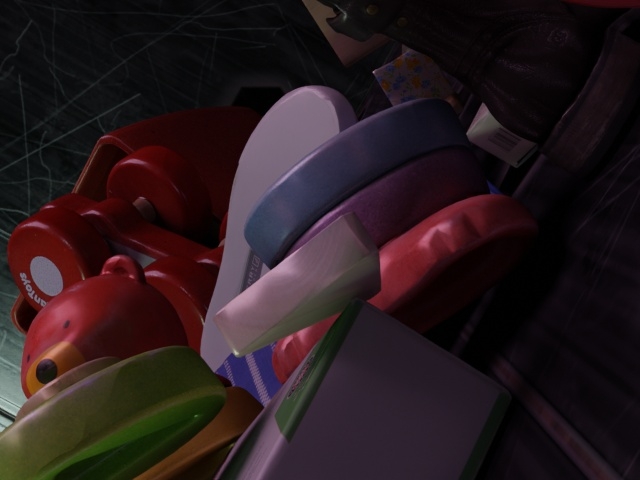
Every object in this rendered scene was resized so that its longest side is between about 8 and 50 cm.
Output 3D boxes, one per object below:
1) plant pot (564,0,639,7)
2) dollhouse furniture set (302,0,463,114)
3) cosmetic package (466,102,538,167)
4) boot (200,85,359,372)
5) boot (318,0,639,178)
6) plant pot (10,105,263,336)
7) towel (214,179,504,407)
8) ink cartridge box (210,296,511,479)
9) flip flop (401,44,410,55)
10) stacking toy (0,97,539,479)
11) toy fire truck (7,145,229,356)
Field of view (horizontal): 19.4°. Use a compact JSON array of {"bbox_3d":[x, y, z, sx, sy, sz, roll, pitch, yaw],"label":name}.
[{"bbox_3d":[0.149,-0.229,0.883,0.191,0.191,0.174,-57,3,36],"label":"plant pot"},{"bbox_3d":[0.099,-0.213,1.288,0.242,0.212,0.161,-32,7,7],"label":"dollhouse furniture set"},{"bbox_3d":[0.140,-0.110,1.189,0.115,0.041,0.060,-61,4,-20],"label":"cosmetic package"},{"bbox_3d":[0.000,0.000,1.376,0.123,0.095,0.258,-9,-51,-43],"label":"boot"},{"bbox_3d":[0.064,-0.144,1.022,0.091,0.229,0.263,-59,4,18],"label":"boot"},{"bbox_3d":[-0.098,0.019,1.847,0.236,0.267,0.267,-45,-10,-52],"label":"plant pot"},{"bbox_3d":[-0.009,0.083,1.193,0.336,0.040,0.243,-49,13,3],"label":"towel"},{"bbox_3d":[-0.012,0.145,0.889,0.154,0.093,0.212,-61,5,-31],"label":"ink cartridge box"},{"bbox_3d":[0.163,-0.236,1.582,0.277,0.080,0.112,-46,-21,-18],"label":"flip flop"},{"bbox_3d":[-0.060,0.024,0.954,0.309,0.130,0.279,-36,-14,14],"label":"stacking toy"},{"bbox_3d":[-0.127,0.080,1.630,0.169,0.302,0.254,-38,-40,-44],"label":"toy fire truck"}]
